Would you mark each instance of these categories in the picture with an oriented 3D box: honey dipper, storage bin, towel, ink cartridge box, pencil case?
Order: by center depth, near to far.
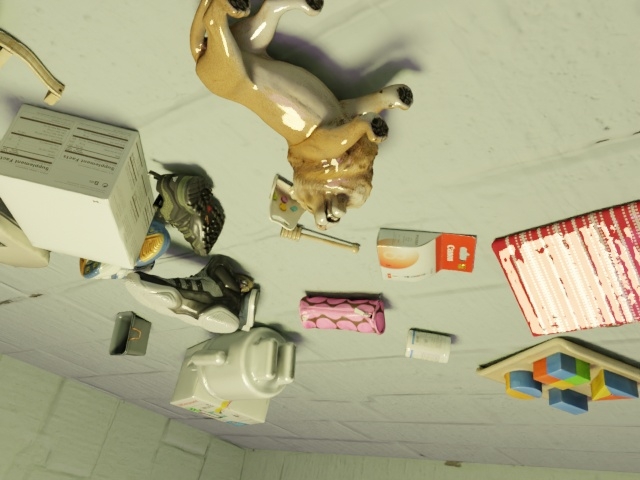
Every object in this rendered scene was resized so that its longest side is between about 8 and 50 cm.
[{"bbox_3d":[0.442,0.055,0.966,0.274,0.031,0.199,-19,101,43],"label":"towel"},{"bbox_3d":[0.203,0.038,1.114,0.179,0.045,0.145,7,151,15],"label":"ink cartridge box"},{"bbox_3d":[0.000,0.000,1.143,0.160,0.031,0.030,15,151,-11],"label":"honey dipper"},{"bbox_3d":[0.048,0.173,1.366,0.209,0.095,0.098,-2,179,23],"label":"pencil case"},{"bbox_3d":[-0.583,0.299,1.804,0.098,0.135,0.091,-10,155,34],"label":"storage bin"},{"bbox_3d":[-0.325,0.485,1.947,0.270,0.197,0.198,28,147,-25],"label":"ink cartridge box"}]

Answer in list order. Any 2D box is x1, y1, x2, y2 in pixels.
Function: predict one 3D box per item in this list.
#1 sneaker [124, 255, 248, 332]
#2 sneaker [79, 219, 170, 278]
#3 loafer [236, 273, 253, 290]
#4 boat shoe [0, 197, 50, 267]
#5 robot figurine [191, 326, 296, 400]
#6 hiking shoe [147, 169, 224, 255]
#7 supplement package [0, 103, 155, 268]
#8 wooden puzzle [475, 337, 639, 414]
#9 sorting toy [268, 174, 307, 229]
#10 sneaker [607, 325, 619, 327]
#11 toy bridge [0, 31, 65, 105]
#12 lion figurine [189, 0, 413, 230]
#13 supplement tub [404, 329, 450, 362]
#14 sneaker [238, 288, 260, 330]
[{"bbox_3d":[-0.293,0.097,1.300,0.268,0.153,0.101,25,149,-17],"label":"sneaker"},{"bbox_3d":[-0.410,0.020,1.290,0.296,0.112,0.131,-14,162,38],"label":"sneaker"},{"bbox_3d":[-0.234,0.111,1.405,0.147,0.050,0.056,2,149,19],"label":"loafer"},{"bbox_3d":[-0.634,-0.056,1.180,0.127,0.158,0.340,3,161,-8],"label":"boat shoe"},{"bbox_3d":[-0.225,0.365,1.695,0.353,0.200,0.299,-16,148,41],"label":"robot figurine"},{"bbox_3d":[-0.257,-0.056,1.109,0.114,0.086,0.227,21,147,14],"label":"hiking shoe"},{"bbox_3d":[-0.431,-0.085,1.042,0.203,0.145,0.262,13,150,-2],"label":"supplement package"},{"bbox_3d":[0.629,0.369,1.490,0.322,0.081,0.348,21,150,-15],"label":"wooden puzzle"},{"bbox_3d":[-0.062,-0.059,1.013,0.083,0.075,0.044,30,147,-27],"label":"sorting toy"},{"bbox_3d":[0.576,0.063,0.978,0.130,0.087,0.228,-3,138,-28],"label":"sneaker"},{"bbox_3d":[-0.462,-0.273,0.844,0.063,0.026,0.188,-16,140,41],"label":"toy bridge"},{"bbox_3d":[-0.046,-0.185,0.759,0.392,0.142,0.240,45,148,-23],"label":"lion figurine"},{"bbox_3d":[0.271,0.269,1.464,0.107,0.071,0.071,10,151,7],"label":"supplement tub"},{"bbox_3d":[-0.244,0.170,1.477,0.163,0.086,0.226,15,152,-9],"label":"sneaker"}]
